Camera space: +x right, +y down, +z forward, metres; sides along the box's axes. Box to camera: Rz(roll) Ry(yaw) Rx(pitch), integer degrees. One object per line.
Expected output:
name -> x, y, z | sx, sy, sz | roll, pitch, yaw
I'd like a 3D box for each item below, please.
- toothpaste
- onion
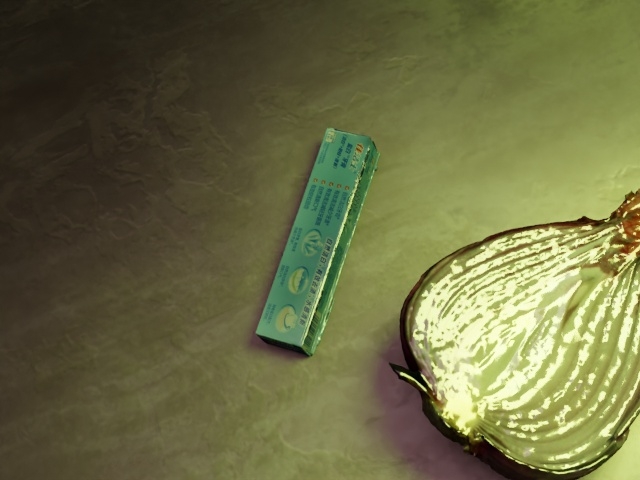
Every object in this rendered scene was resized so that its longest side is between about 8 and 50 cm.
toothpaste -> 0.000, 0.000, 1.325 | 0.066, 0.053, 0.272 | 14, 76, 19
onion -> 0.251, 0.095, 1.193 | 0.349, 0.159, 0.267 | -40, 81, -11
